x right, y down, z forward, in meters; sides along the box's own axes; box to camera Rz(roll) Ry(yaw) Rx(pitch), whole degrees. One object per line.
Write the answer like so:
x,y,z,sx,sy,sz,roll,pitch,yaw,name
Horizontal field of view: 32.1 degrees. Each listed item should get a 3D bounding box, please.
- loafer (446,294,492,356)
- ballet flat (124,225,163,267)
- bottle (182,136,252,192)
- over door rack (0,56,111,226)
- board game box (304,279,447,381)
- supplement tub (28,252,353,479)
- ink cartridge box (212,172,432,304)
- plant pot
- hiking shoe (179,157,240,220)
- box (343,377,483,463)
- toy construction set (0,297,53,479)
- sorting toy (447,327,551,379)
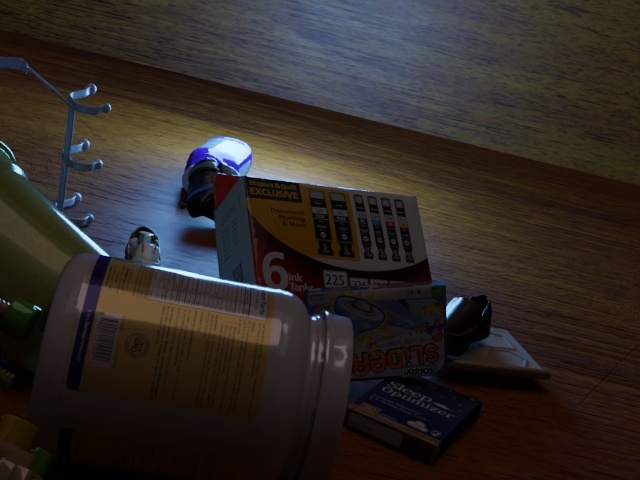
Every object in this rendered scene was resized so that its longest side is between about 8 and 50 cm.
0.215,0.127,1.779,0.080,0.078,0.220,17,14,23,loafer
-0.296,0.027,1.853,0.073,0.067,0.206,8,18,-18,ballet flat
-0.233,-0.160,2.443,0.118,0.092,0.283,11,17,6,bottle
-0.508,-0.194,2.100,0.108,0.239,0.324,-8,28,-45,over door rack
0.081,0.132,1.601,0.201,0.136,0.035,-4,10,-7,board game box
-0.146,0.157,1.273,0.331,0.241,0.241,11,17,-7,supplement tub
0.000,0.000,1.736,0.310,0.130,0.271,5,62,-28,ink cartridge box
-0.414,0.039,1.468,0.254,0.276,0.276,32,23,18,plant pot
-0.129,-0.051,2.218,0.304,0.113,0.132,17,47,-9,hiking shoe
0.140,0.239,1.573,0.136,0.036,0.225,20,17,22,box
-0.287,0.256,0.957,0.237,0.257,0.309,27,39,3,toy construction set
0.254,0.184,1.835,0.193,0.038,0.208,8,14,-17,sorting toy
